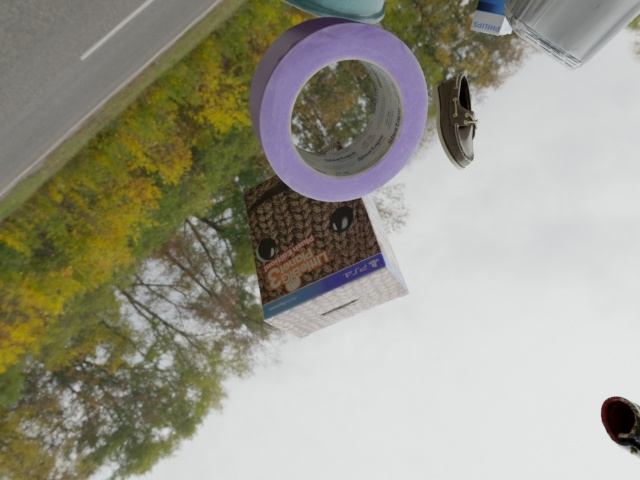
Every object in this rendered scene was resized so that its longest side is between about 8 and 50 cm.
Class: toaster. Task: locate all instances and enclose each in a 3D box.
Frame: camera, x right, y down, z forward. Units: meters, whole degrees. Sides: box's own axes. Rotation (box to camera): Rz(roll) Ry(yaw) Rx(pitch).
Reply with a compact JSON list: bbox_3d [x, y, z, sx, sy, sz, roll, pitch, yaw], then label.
[{"bbox_3d":[0.429,-0.400,0.697,0.146,0.226,0.129,-54,-164,43],"label":"toaster"}]

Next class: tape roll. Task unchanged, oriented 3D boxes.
[{"bbox_3d":[0.018,-0.145,0.464,0.189,0.189,0.080,-39,-145,9],"label":"tape roll"}]

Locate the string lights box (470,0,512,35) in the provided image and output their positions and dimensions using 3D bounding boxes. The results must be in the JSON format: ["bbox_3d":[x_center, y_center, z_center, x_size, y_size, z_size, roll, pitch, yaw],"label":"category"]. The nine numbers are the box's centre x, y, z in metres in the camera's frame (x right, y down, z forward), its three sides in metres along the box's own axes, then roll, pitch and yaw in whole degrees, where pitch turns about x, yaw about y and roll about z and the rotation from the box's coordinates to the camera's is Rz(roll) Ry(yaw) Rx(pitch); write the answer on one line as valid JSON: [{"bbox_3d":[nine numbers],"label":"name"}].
[{"bbox_3d":[0.442,-0.624,0.947,0.076,0.260,0.133,26,-144,23],"label":"string lights box"}]

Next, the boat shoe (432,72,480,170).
[{"bbox_3d":[0.404,-0.353,1.194,0.096,0.116,0.325,-26,-130,39],"label":"boat shoe"}]

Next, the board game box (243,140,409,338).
[{"bbox_3d":[0.000,0.000,0.788,0.232,0.141,0.291,-26,-124,15],"label":"board game box"}]

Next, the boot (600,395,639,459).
[{"bbox_3d":[0.527,0.339,0.581,0.085,0.178,0.236,-64,176,21],"label":"boot"}]

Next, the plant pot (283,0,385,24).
[{"bbox_3d":[0.035,-0.627,0.702,0.334,0.341,0.341,-59,-173,45],"label":"plant pot"}]
